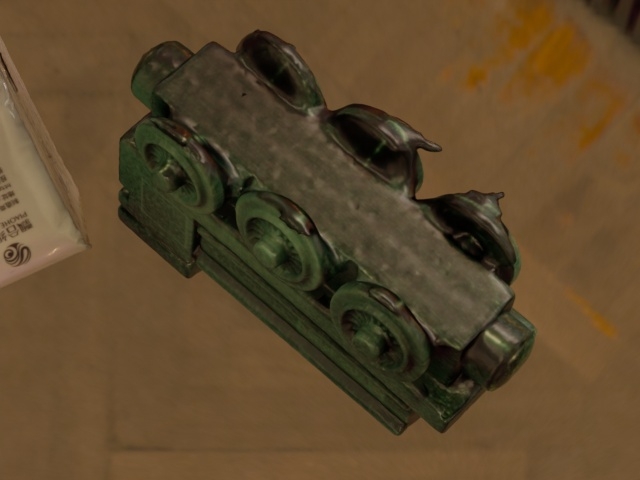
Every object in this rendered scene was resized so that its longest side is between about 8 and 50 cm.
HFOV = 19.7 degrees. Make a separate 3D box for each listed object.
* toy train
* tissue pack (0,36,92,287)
[{"bbox_3d":[0.000,0.000,0.648,0.170,0.111,0.071,40,66,15],"label":"toy train"},{"bbox_3d":[-0.176,-0.020,0.694,0.148,0.099,0.106,-25,109,-2],"label":"tissue pack"}]
